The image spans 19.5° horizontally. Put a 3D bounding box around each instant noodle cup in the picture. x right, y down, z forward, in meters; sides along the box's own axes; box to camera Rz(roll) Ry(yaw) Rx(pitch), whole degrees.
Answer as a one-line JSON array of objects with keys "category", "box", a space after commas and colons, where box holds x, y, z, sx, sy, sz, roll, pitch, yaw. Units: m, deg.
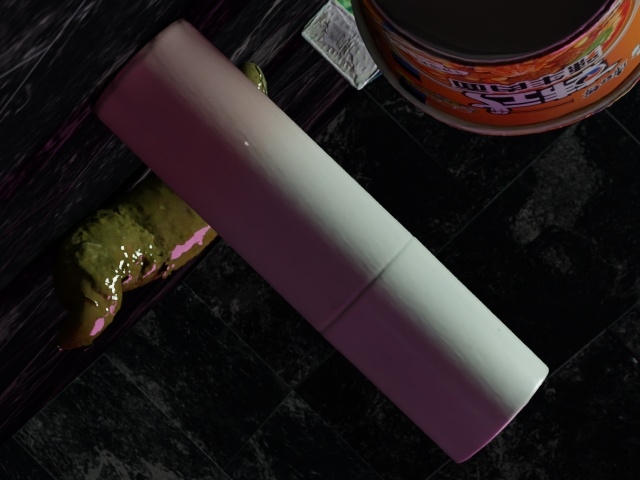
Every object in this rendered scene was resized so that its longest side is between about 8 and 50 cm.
[{"category": "instant noodle cup", "box": [0.127, -0.204, 1.276, 0.250, 0.250, 0.192, -45, 172, 6]}]

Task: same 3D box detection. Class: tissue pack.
[{"category": "tissue pack", "box": [0.043, -0.211, 1.867, 0.079, 0.085, 0.111, -46, 179, 17]}]

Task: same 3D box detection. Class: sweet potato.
[{"category": "sweet potato", "box": [-0.145, -0.018, 1.650, 0.310, 0.098, 0.124, -49, 174, -23]}]

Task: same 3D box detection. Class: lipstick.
[{"category": "lipstick", "box": [0.000, 0.000, 1.192, 0.087, 0.327, 0.087, -46, 180, 0]}]
